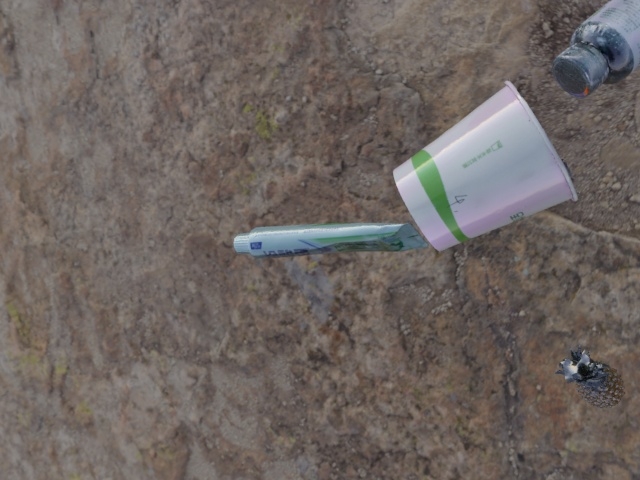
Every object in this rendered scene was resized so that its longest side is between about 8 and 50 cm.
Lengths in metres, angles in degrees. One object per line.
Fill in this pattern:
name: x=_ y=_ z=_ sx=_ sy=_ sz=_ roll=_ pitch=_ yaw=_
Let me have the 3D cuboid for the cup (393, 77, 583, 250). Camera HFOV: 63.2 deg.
cup: x=0.300 y=-0.120 z=0.980 sx=0.274 sy=0.253 sz=0.253 roll=-31 pitch=86 yaw=21

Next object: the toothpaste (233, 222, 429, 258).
toothpaste: x=0.000 y=0.000 z=0.729 sx=0.297 sy=0.075 sz=0.048 roll=-2 pitch=65 yaw=32

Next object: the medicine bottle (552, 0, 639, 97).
medicine bottle: x=0.610 y=-0.416 z=1.041 sx=0.293 sy=0.141 sz=0.141 roll=-40 pitch=78 yaw=-3

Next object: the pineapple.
pineapple: x=0.316 y=0.161 z=0.605 sx=0.058 sy=0.124 sz=0.058 roll=-18 pitch=58 yaw=32
